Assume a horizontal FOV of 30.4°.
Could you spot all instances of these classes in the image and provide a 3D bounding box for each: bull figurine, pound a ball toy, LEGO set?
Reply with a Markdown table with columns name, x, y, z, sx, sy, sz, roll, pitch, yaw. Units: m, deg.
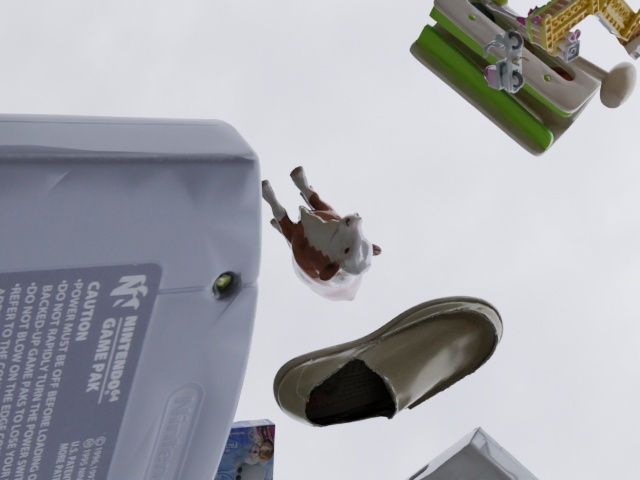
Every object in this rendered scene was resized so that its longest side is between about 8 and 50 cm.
| name | x | y | z | sx | sy | sz | roll | pitch | yaw |
| --- | --- | --- | --- | --- | --- | --- | --- | --- | --- |
| bull figurine | 0.000 | 0.000 | 1.617 | 0.101 | 0.310 | 0.188 | -31 | -104 | -8 |
| pound a ball toy | 0.317 | -0.282 | 1.772 | 0.319 | 0.136 | 0.208 | 40 | -34 | 10 |
| LEGO set | 0.304 | -0.282 | 1.467 | 0.107 | 0.287 | 0.132 | 36 | -48 | 38 |

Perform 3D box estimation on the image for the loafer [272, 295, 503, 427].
| name | x | y | z | sx | sy | sz | roll | pitch | yaw |
| --- | --- | --- | --- | --- | --- | --- | --- | --- | --- |
| loafer | 0.082 | 0.145 | 1.293 | 0.268 | 0.102 | 0.092 | -22 | -158 | -1 |

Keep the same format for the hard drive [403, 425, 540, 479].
| name | x | y | z | sx | sy | sz | roll | pitch | yaw |
| --- | --- | --- | --- | --- | --- | --- | --- | --- | --- |
| hard drive | 0.241 | 0.388 | 1.352 | 0.353 | 0.047 | 0.233 | 42 | -47 | 0 |

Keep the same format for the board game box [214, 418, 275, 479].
| name | x | y | z | sx | sy | sz | roll | pitch | yaw |
| --- | --- | --- | --- | --- | --- | --- | --- | --- | --- |
| board game box | -0.083 | 0.199 | 0.990 | 0.020 | 0.090 | 0.090 | -159 | -110 | -63 |

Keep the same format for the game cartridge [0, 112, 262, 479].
| name | x | y | z | sx | sy | sz | roll | pitch | yaw |
| --- | --- | --- | --- | --- | --- | --- | --- | --- | --- |
| game cartridge | -0.130 | 0.083 | 0.490 | 0.060 | 0.196 | 0.294 | 47 | -53 | 45 |
